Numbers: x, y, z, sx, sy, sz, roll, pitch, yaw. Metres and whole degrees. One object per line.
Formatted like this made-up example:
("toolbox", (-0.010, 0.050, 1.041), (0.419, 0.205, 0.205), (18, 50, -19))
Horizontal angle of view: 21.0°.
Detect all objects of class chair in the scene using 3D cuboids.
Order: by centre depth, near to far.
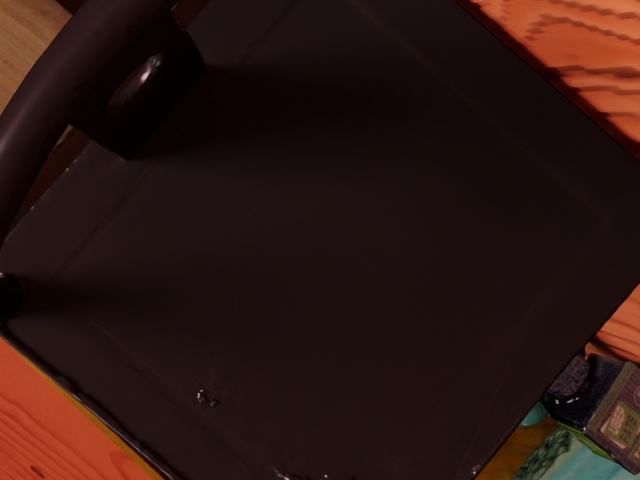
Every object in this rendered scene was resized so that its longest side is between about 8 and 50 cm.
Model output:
("chair", (0.000, 0.000, 0.455), (0.141, 0.154, 0.260), (40, 179, -3))

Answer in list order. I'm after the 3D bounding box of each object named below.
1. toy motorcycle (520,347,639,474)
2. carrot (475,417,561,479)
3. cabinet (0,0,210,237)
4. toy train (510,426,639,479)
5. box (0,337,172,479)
("toy motorcycle", (0.074, 0.033, 0.770), (0.173, 0.058, 0.100), (41, 169, -25))
("carrot", (0.085, 0.193, 1.097), (0.340, 0.241, 0.241), (41, 177, 39))
("cabinet", (-0.123, -0.082, 0.656), (0.175, 0.148, 0.215), (39, 175, 9))
("toy train", (0.170, 0.159, 0.863), (0.163, 0.112, 0.203), (45, 174, 7))
("box", (-0.069, 0.029, 1.004), (0.301, 0.193, 0.084), (38, 139, 26))
